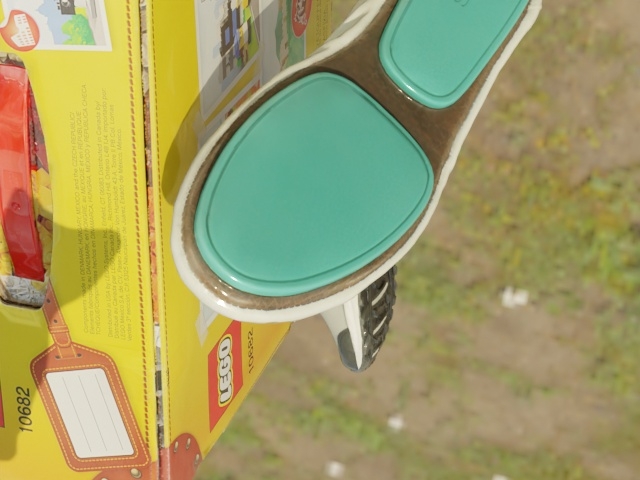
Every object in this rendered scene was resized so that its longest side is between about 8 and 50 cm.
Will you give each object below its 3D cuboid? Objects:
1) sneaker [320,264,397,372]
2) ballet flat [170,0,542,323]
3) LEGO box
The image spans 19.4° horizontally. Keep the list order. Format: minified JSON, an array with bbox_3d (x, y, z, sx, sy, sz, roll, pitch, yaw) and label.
[{"bbox_3d":[0.000,0.000,1.788,0.108,0.100,0.271,-9,110,25],"label":"sneaker"},{"bbox_3d":[0.020,-0.069,1.209,0.139,0.400,0.139,22,140,19],"label":"ballet flat"},{"bbox_3d":[-0.135,-0.118,1.313,0.193,0.372,0.500,10,120,16],"label":"LEGO box"}]
